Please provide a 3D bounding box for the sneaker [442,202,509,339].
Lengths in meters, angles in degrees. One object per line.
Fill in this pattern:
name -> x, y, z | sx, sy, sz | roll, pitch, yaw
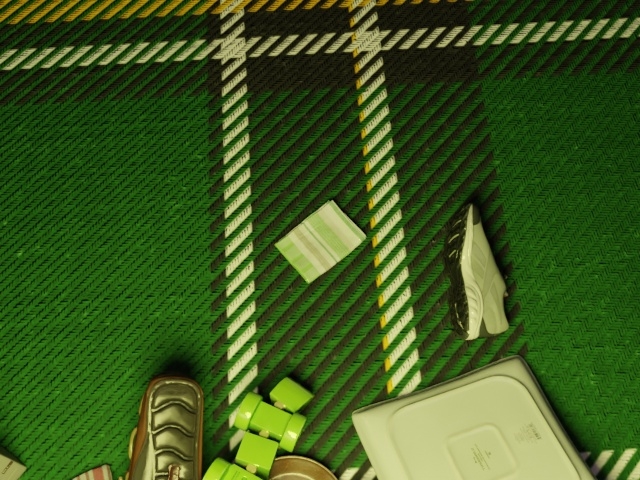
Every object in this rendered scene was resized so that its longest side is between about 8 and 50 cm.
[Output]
sneaker -> 0.300, 0.059, 1.497 | 0.108, 0.100, 0.271 | 4, 69, -14

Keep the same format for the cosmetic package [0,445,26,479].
cosmetic package -> -0.591, 0.370, 1.269 | 0.107, 0.238, 0.127 | 33, 71, 13

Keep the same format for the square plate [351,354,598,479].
square plate -> 0.268, 0.370, 1.322 | 0.344, 0.049, 0.347 | -18, 49, -9

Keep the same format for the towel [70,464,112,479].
towel -> -0.432, 0.461, 1.306 | 0.197, 0.029, 0.144 | -25, 27, -11

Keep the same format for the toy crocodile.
toy crocodile -> -0.111, 0.369, 1.305 | 0.115, 0.105, 0.340 | 22, 53, 8

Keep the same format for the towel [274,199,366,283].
towel -> 0.000, 0.000, 1.550 | 0.152, 0.023, 0.113 | -38, 71, -15

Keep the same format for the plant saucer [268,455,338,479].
plant saucer -> -0.050, 0.471, 1.339 | 0.199, 0.036, 0.198 | 0, 67, 0

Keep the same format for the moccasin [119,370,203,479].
moccasin -> -0.272, 0.410, 1.311 | 0.139, 0.147, 0.380 | 1, 85, -17
